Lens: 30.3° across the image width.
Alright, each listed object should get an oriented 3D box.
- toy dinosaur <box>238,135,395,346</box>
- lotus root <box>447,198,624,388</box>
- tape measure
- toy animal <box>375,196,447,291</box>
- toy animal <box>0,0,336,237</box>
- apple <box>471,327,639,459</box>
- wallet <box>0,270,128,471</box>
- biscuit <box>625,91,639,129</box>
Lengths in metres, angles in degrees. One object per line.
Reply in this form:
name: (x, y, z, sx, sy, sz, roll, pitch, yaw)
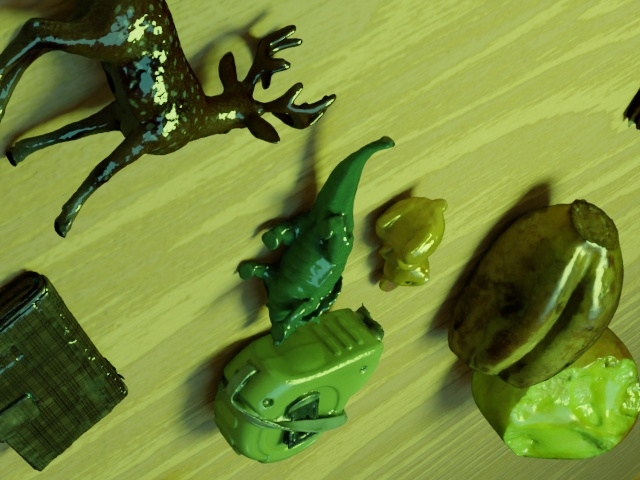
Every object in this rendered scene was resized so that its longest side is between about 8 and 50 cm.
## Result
toy dinosaur: (-0.013, 0.008, 1.184, 0.120, 0.079, 0.292, -33, 153, -32)
lotus root: (0.300, 0.076, 1.587, 0.193, 0.193, 0.291, -10, 137, -47)
tape measure: (-0.035, 0.175, 1.346, 0.200, 0.106, 0.175, -18, 139, -37)
toy animal: (0.102, 0.016, 1.362, 0.083, 0.070, 0.159, -34, 155, -23)
toy animal: (-0.110, -0.113, 0.878, 0.260, 0.087, 0.243, -34, 152, -13)
apple: (0.350, 0.224, 1.784, 0.226, 0.246, 0.246, -30, 151, -5)
wallet: (-0.253, 0.123, 1.052, 0.124, 0.042, 0.230, -41, 153, -14)
biscuit: (0.502, -0.238, 1.541, 0.106, 0.070, 0.252, -9, 137, -47)
